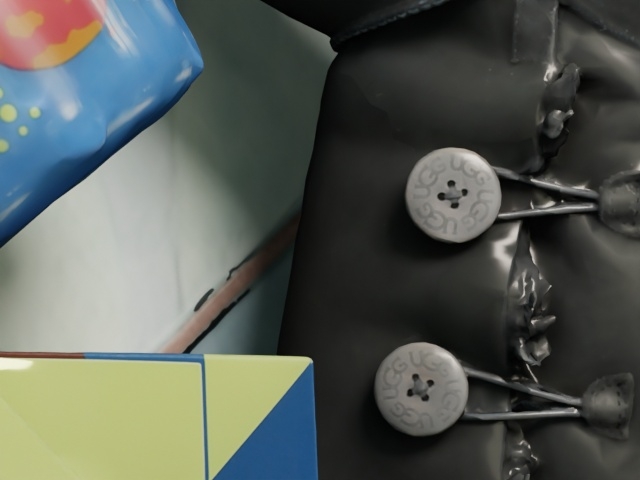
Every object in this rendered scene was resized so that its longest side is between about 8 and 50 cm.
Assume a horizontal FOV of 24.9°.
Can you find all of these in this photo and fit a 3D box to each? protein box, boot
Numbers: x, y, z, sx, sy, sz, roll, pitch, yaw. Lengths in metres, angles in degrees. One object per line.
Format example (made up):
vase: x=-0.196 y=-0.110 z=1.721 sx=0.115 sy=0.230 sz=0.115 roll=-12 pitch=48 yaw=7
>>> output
protein box: x=-0.104 y=0.153 z=0.556 sx=0.136 sy=0.201 sz=0.199 roll=4 pitch=77 yaw=-29
boot: x=0.002 y=0.000 z=0.673 sx=0.146 sy=0.367 sz=0.445 roll=-17 pitch=113 yaw=-68

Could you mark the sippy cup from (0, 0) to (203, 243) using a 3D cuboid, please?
sippy cup: x=-0.173 y=-0.099 z=0.545 sx=0.224 sy=0.305 sz=0.240 roll=52 pitch=43 yaw=-6
